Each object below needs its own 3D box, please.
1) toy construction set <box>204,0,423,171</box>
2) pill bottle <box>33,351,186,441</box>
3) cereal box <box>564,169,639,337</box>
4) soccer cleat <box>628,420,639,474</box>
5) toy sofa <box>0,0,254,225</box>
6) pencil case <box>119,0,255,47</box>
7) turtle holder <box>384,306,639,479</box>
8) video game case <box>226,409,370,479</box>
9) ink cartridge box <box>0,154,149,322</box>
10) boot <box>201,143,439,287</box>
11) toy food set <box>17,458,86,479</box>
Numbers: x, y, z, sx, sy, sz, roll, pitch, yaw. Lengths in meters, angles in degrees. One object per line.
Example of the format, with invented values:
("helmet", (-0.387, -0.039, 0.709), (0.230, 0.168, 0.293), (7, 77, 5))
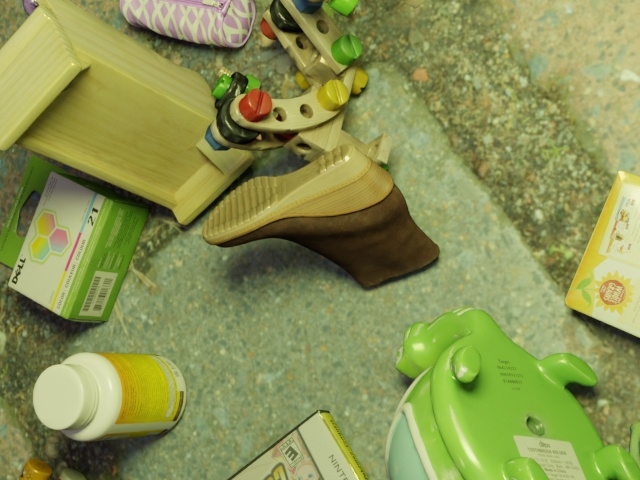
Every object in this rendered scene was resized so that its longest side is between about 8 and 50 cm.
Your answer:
("toy construction set", (0.024, -0.202, 1.378), (0.237, 0.257, 0.309), (31, 123, -16))
("pill bottle", (-0.285, 0.211, 1.463), (0.117, 0.215, 0.117), (-4, 82, 27))
("cereal box", (0.418, 0.041, 1.211), (0.240, 0.047, 0.173), (25, 96, 27))
("soccer cleat", (0.383, 0.336, 1.185), (0.121, 0.093, 0.289), (-175, 85, -66))
("toy sofa", (-0.272, -0.170, 1.420), (0.150, 0.362, 0.177), (-43, 56, 17))
("pencil case", (-0.192, -0.332, 1.556), (0.206, 0.088, 0.086), (15, 89, 29))
("turtle holder", (0.170, 0.228, 1.213), (0.320, 0.243, 0.227), (50, 126, 16))
("video game case", (-0.037, 0.398, 1.394), (0.275, 0.035, 0.248), (-39, 65, 13))
("ink cartridge box", (-0.407, -0.011, 1.623), (0.255, 0.097, 0.189), (24, 95, 27))
("boot", (0.000, 0.000, 1.353), (0.248, 0.207, 0.090), (-24, 37, 23))
("toy food set", (-0.346, 0.417, 1.528), (0.232, 0.111, 0.104), (34, 99, 24))
